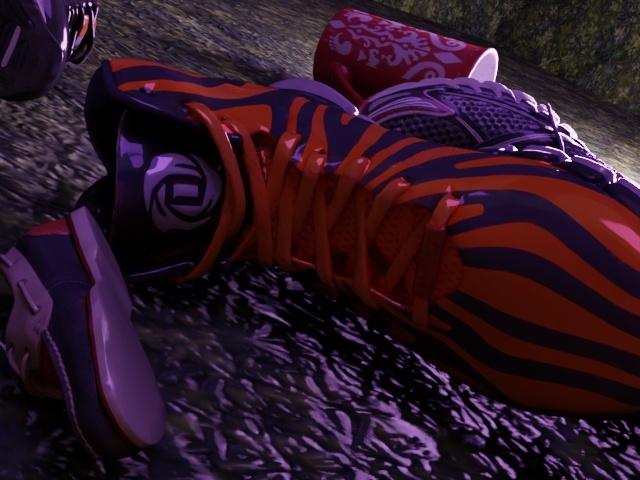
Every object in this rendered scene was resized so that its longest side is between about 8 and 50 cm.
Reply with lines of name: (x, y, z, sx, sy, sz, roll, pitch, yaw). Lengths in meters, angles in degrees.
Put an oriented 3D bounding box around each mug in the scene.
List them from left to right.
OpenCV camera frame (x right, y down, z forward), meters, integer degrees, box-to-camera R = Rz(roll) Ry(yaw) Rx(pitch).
mug: (0.079, -0.175, 1.090, 0.169, 0.113, 0.150, 25, 15, 20)

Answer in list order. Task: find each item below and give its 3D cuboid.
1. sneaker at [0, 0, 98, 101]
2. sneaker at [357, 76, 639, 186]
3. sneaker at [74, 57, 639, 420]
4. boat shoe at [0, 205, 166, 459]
sneaker: (-0.194, -0.157, 0.711, 0.108, 0.100, 0.271, 19, 16, -28)
sneaker: (0.151, -0.013, 0.653, 0.299, 0.120, 0.112, 25, 15, 8)
sneaker: (0.000, 0.000, 0.470, 0.180, 0.124, 0.321, -1, 18, -45)
boat shoe: (-0.086, 0.032, 0.359, 0.043, 0.049, 0.137, -25, 33, -6)
